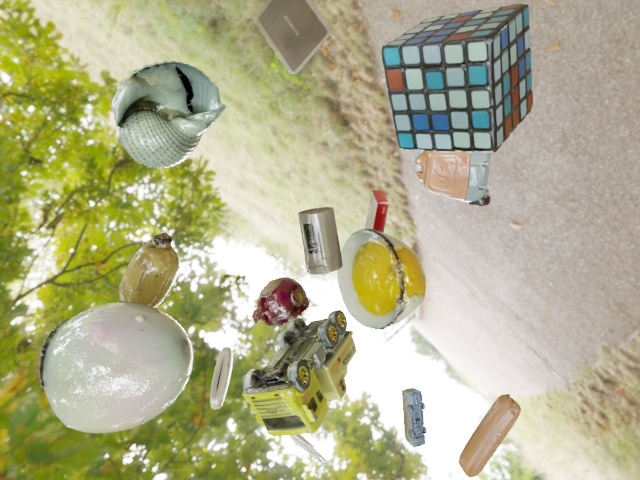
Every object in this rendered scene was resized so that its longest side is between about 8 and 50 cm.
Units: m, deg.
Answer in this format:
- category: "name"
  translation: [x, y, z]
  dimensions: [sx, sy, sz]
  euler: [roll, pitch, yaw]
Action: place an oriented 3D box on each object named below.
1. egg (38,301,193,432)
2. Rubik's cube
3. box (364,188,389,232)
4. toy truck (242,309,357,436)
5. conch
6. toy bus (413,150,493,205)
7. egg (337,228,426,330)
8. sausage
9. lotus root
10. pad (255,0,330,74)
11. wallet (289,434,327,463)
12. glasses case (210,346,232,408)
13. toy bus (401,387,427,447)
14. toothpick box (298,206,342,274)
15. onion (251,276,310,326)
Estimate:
- category: "egg"
  translation: [-0.510, 0.333, 1.442]
  dimensions: [0.354, 0.340, 0.354]
  euler: [-15, -90, -74]
- category: "Rubik's cube"
  translation: [0.231, -0.265, 0.868]
  dimensions: [0.184, 0.182, 0.187]
  euler: [11, 130, 36]
- category: "box"
  translation: [0.209, -0.067, 1.993]
  dimensions: [0.050, 0.229, 0.123]
  euler: [3, -152, -7]
- category: "toy truck"
  translation: [-0.019, 0.250, 0.979]
  dimensions: [0.157, 0.124, 0.272]
  euler: [66, -151, -12]
- category: "conch"
  translation: [-0.466, -0.385, 1.562]
  dimensions: [0.215, 0.319, 0.302]
  euler: [34, 151, 51]
- category: "toy bus"
  translation: [0.392, -0.220, 1.544]
  dimensions: [0.287, 0.232, 0.194]
  euler: [-65, -25, -67]
- category: "egg"
  translation: [0.220, 0.127, 1.736]
  dimensions: [0.201, 0.337, 0.337]
  euler: [2, -142, -38]
- category: "sausage"
  translation: [0.513, 0.595, 1.598]
  dimensions: [0.086, 0.288, 0.086]
  euler: [23, -164, -7]
- category: "lotus root"
  translation: [-0.539, 0.101, 1.664]
  dimensions: [0.160, 0.284, 0.146]
  euler: [33, -162, 19]
- category: "pad"
  translation: [-0.083, -0.608, 1.476]
  dimensions: [0.002, 0.176, 0.266]
  euler: [5, -131, -54]
- category: "wallet"
  translation: [-0.036, 0.622, 1.573]
  dimensions: [0.124, 0.032, 0.183]
  euler: [33, 160, 25]
- category: "glasses case"
  translation: [-0.325, 0.450, 1.720]
  dimensions: [0.081, 0.051, 0.204]
  euler: [91, -174, -62]
- category: "toy bus"
  translation: [0.318, 0.606, 1.798]
  dimensions: [0.075, 0.064, 0.190]
  euler: [-173, 78, -66]
- category: "toothpick box"
  translation: [0.000, 0.000, 1.532]
  dimensions: [0.111, 0.111, 0.180]
  euler: [-90, -8, -78]
- category: "onion"
  translation: [-0.156, 0.210, 1.754]
  dimensions: [0.139, 0.218, 0.195]
  euler: [62, -151, -14]
